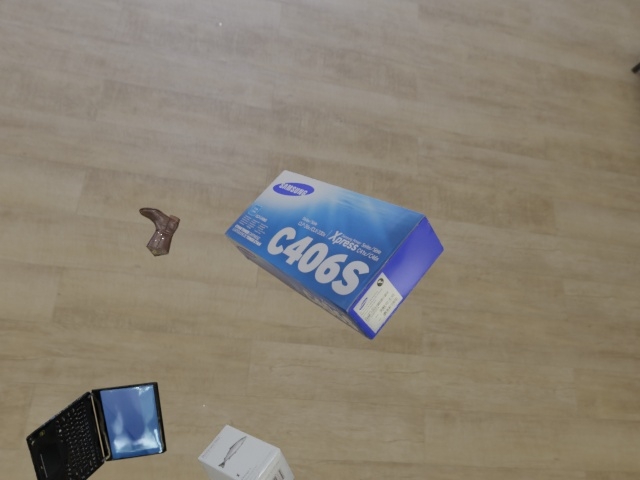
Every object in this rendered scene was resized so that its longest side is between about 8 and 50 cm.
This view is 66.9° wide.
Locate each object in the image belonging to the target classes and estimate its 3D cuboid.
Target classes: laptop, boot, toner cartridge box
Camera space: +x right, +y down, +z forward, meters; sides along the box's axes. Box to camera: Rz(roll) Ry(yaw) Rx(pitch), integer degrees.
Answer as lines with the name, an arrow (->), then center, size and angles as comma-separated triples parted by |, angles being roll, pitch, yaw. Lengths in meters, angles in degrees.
laptop -> -0.521, 0.492, 1.163 | 0.136, 0.235, 0.264 | 10, 24, 22
boot -> -0.408, -0.020, 1.182 | 0.106, 0.037, 0.114 | 16, 57, -6
toner cartridge box -> 0.000, 0.000, 0.747 | 0.165, 0.347, 0.075 | -48, 128, -14

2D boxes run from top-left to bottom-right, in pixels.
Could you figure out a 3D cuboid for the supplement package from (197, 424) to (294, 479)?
supplement package -> -0.169, 0.515, 1.096 | 0.105, 0.179, 0.105 | -45, 127, -40
